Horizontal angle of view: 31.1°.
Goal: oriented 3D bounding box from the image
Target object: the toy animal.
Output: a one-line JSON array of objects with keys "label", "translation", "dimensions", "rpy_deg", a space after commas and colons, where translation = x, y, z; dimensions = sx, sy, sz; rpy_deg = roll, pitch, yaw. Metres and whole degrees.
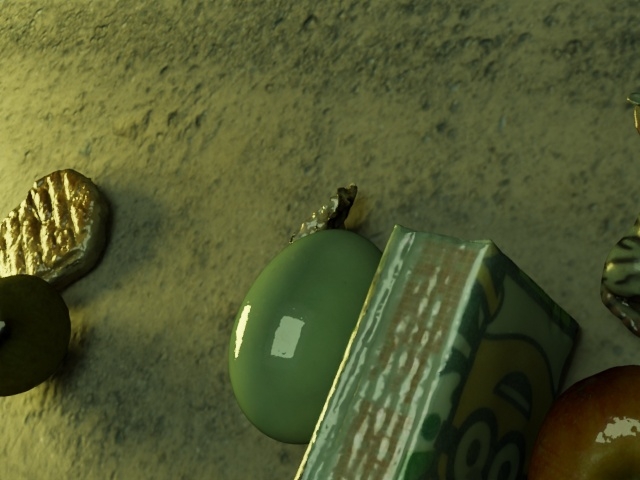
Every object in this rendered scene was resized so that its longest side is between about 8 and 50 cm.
[{"label": "toy animal", "translation": [0.354, -0.028, 1.062], "dimensions": [0.170, 0.090, 0.255], "rpy_deg": [2, 65, 40]}]

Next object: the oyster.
[{"label": "oyster", "translation": [-0.002, 0.006, 1.299], "dimensions": [0.148, 0.051, 0.103], "rpy_deg": [-49, 9, 18]}]

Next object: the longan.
[{"label": "longan", "translation": [-0.392, 0.118, 1.460], "dimensions": [0.155, 0.145, 0.176], "rpy_deg": [-25, 10, -5]}]

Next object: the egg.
[{"label": "egg", "translation": [-0.004, 0.096, 1.181], "dimensions": [0.168, 0.168, 0.231], "rpy_deg": [6, 65, 36]}]

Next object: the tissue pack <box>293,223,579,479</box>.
[{"label": "tissue pack", "translation": [0.103, 0.170, 1.033], "dimensions": [0.128, 0.228, 0.311], "rpy_deg": [12, 75, 37]}]

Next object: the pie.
[{"label": "pie", "translation": [-0.368, -0.011, 1.565], "dimensions": [0.195, 0.046, 0.195], "rpy_deg": [-14, 61, 27]}]

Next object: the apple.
[{"label": "apple", "translation": [0.261, 0.186, 0.960], "dimensions": [0.195, 0.173, 0.160], "rpy_deg": [-26, 79, 19]}]
